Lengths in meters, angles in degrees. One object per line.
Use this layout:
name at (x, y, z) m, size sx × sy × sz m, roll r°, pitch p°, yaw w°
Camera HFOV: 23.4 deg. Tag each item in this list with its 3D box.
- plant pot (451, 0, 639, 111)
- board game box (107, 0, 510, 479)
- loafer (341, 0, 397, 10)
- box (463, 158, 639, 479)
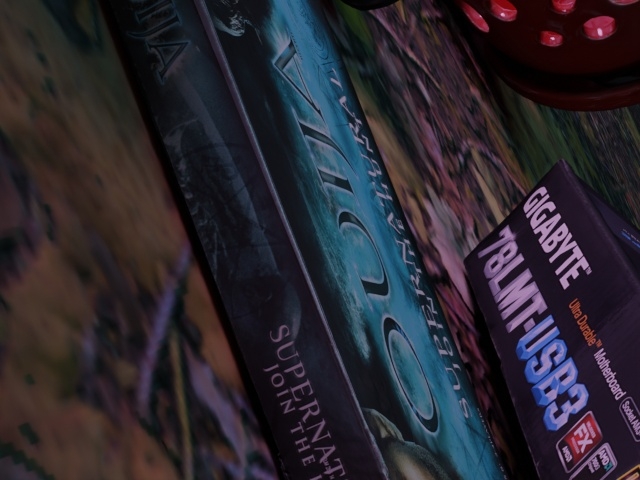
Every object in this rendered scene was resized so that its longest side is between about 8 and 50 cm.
plant pot at (0.160, -0.187, 0.949) m, size 0.174 × 0.191 × 0.191 m, roll 62°, pitch 13°, yaw -46°
board game box at (0.000, 0.000, 0.424) m, size 0.186 × 0.026 × 0.126 m, roll 68°, pitch 15°, yaw 12°
loafer at (-0.003, -0.179, 0.628) m, size 0.061 × 0.062 × 0.170 m, roll 18°, pitch 47°, yaw -63°
box at (0.192, 0.128, 0.550) m, size 0.295 × 0.073 × 0.293 m, roll 40°, pitch 14°, yaw -15°
